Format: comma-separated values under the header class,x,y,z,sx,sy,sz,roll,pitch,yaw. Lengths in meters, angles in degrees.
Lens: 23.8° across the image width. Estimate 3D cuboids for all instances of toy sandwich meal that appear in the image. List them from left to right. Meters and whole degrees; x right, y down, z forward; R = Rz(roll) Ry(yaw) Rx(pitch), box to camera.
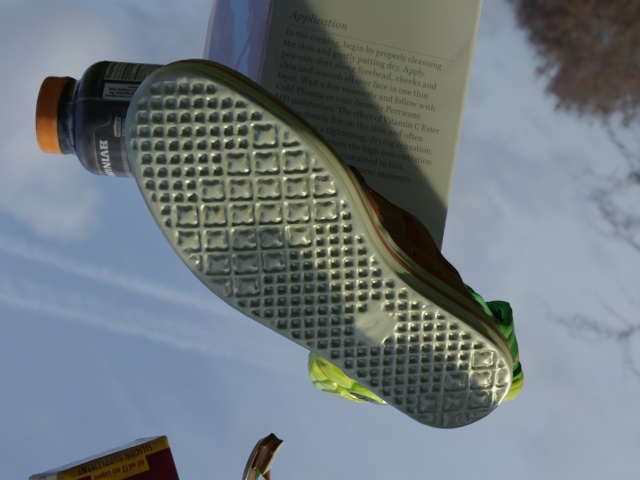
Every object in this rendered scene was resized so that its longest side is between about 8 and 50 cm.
class,x,y,z,sx,sy,sz,roll,pitch,yaw
toy sandwich meal,-0.073,0.287,1.949,0.029,0.086,0.085,21,-169,13

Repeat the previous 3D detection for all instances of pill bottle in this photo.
class,x,y,z,sx,sy,sz,roll,pitch,yaw
pill bottle,-0.187,-0.131,1.679,0.245,0.130,0.130,4,-167,6

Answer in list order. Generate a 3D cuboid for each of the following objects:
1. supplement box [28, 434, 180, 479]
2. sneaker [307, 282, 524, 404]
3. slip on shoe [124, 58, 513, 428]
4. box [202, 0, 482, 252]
class,x,y,z,sx,sy,sz,roll,pitch,yaw
supplement box,-0.160,0.269,1.266,0.104,0.081,0.188,-16,-92,-30
sneaker,0.088,0.094,1.431,0.109,0.123,0.295,-2,175,37
slip on shoe,0.000,0.000,0.989,0.331,0.123,0.101,40,-161,-28
box,0.009,-0.156,1.214,0.168,0.345,0.215,11,177,-17
